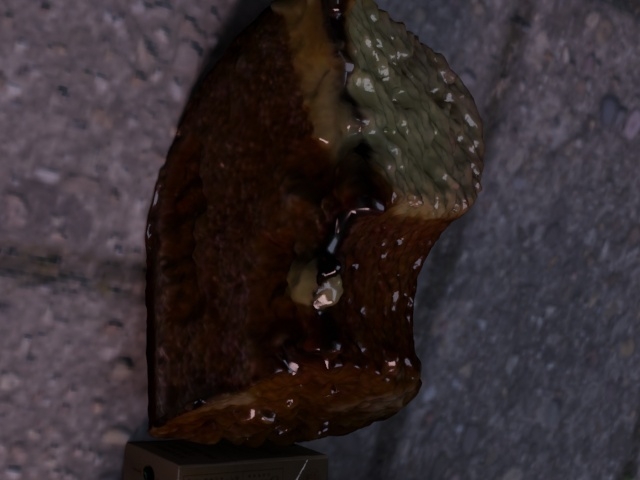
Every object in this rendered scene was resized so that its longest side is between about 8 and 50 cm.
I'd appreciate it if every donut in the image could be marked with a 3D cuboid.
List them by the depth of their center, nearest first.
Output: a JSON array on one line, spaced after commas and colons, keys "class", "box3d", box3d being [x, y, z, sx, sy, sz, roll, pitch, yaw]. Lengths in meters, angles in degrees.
[{"class": "donut", "box3d": [-0.003, -0.009, 0.624, 0.126, 0.144, 0.187, 18, 63, -43]}]

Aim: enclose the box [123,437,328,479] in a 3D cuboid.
[{"class": "box", "box3d": [-0.045, 0.109, 0.659, 0.083, 0.053, 0.024, 4, 92, -34]}]
